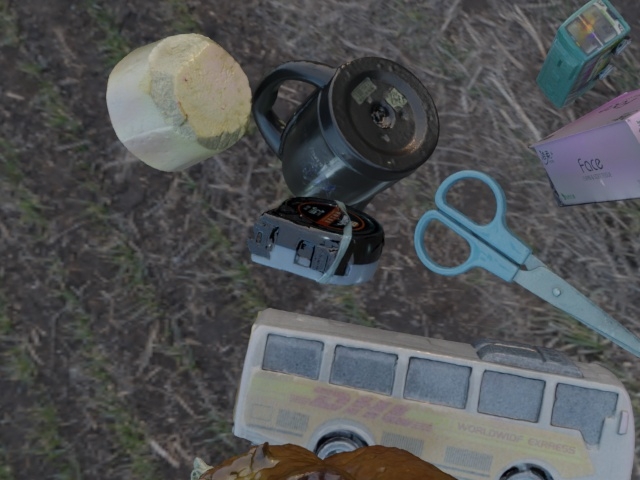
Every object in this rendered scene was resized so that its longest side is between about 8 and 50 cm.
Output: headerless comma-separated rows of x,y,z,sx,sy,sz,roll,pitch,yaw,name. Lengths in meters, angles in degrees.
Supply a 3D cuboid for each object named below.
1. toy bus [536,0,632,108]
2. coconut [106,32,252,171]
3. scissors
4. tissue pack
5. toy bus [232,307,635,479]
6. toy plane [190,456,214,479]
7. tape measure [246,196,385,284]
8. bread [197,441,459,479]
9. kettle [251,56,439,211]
0.420,-0.298,1.568,0.109,0.262,0.091,-37,78,-3,toy bus
-0.267,-0.248,1.789,0.244,0.239,0.239,-10,79,45,coconut
0.359,0.061,1.618,0.447,0.029,0.192,37,107,19,scissors
0.359,-0.115,1.091,0.148,0.246,0.092,-29,94,-10,tissue pack
0.098,0.149,0.854,0.342,0.097,0.138,9,96,0,toy bus
-0.129,0.322,0.981,0.108,0.092,0.286,32,123,33,toy plane
0.005,0.002,1.485,0.181,0.182,0.107,22,109,13,tape measure
0.002,0.219,0.543,0.135,0.246,0.232,-145,44,-66,bread
0.010,-0.198,1.824,0.321,0.228,0.324,39,148,-9,kettle
